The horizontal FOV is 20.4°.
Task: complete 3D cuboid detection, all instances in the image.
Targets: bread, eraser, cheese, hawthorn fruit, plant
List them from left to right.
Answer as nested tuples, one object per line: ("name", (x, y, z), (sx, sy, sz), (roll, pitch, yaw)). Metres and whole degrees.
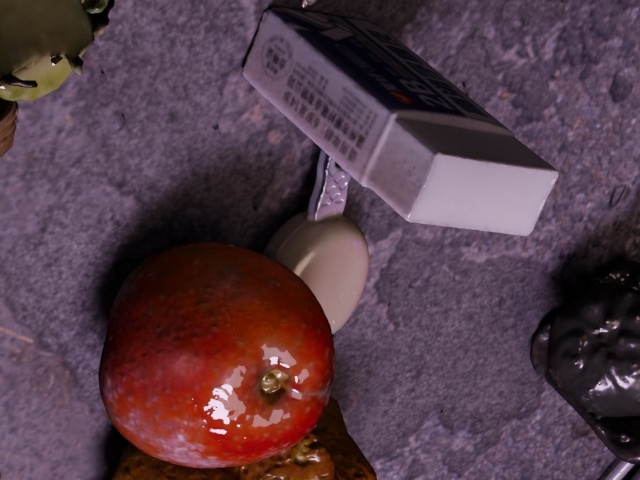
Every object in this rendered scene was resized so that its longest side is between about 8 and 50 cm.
("hawthorn fruit", (-0.071, 0.087, 1.302), (0.173, 0.173, 0.173), (-21, 134, -24))
("bread", (-0.072, 0.219, 1.438), (0.246, 0.135, 0.232), (-12, 126, -32))
("cheese", (-0.005, 0.003, 1.377), (0.092, 0.047, 0.171), (-32, 138, -29))
("eraser", (0.052, -0.083, 1.234), (0.124, 0.210, 0.068), (8, 116, -42))
("plant", (0.289, 0.115, 1.629), (0.142, 0.164, 0.256), (-43, 154, 4))

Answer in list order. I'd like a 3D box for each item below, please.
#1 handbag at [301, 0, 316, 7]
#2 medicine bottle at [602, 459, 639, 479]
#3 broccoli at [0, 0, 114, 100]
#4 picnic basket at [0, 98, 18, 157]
("handbag", (0.035, -0.287, 1.126), (0.270, 0.117, 0.182), (-47, 125, 3))
("medicine bottle", (0.307, 0.291, 1.862), (0.092, 0.061, 0.221), (32, 100, -29))
("broccoli", (-0.207, -0.163, 0.963), (0.242, 0.273, 0.180), (-6, 159, -34))
("picnic basket", (-0.224, -0.091, 1.111), (0.072, 0.072, 0.083), (-27, 149, -19))
